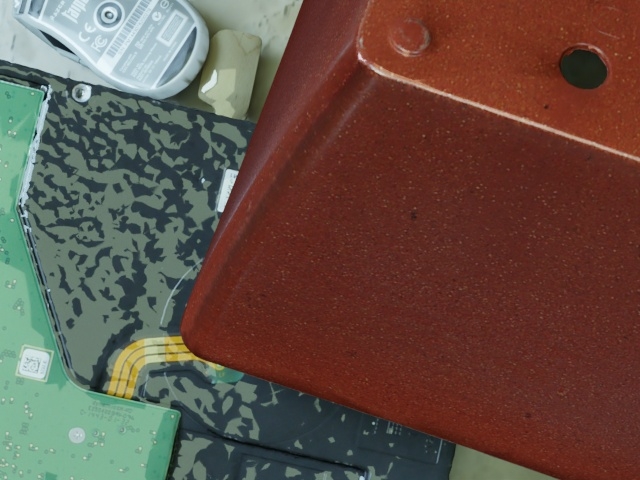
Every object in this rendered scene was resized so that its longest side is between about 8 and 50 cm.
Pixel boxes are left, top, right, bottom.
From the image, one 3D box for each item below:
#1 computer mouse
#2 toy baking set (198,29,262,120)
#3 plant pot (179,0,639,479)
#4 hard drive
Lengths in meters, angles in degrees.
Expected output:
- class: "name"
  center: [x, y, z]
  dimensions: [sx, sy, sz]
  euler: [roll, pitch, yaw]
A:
- class: "computer mouse"
  center: [-0.148, -0.144, 0.953]
  dimensions: [0.193, 0.042, 0.106]
  euler: [35, 88, 13]
- class: "toy baking set"
  center: [-0.004, 0.006, 0.938]
  dimensions: [0.256, 0.030, 0.197]
  euler: [41, 88, 0]
- class: "plant pot"
  center: [0.106, -0.066, 0.747]
  dimensions: [0.267, 0.236, 0.267]
  euler: [19, 62, 1]
- class: "hard drive"
  center: [-0.085, 0.045, 0.870]
  dimensions: [0.338, 0.064, 0.237]
  euler: [13, 83, -6]
